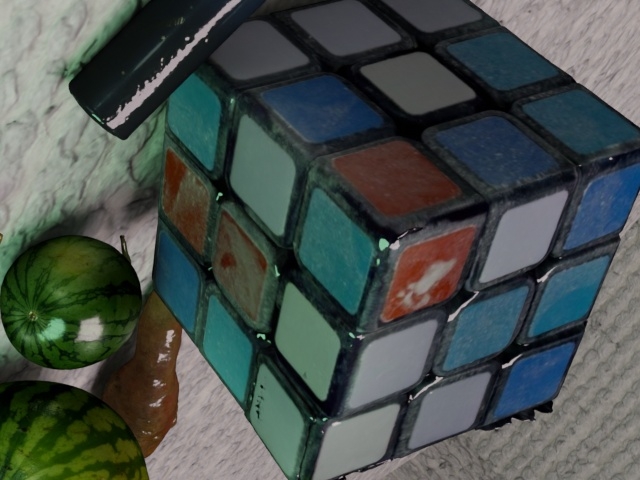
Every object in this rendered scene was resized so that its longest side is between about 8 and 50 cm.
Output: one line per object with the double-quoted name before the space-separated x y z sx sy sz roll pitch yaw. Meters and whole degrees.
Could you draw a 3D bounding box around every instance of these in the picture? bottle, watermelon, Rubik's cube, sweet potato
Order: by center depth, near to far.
"bottle" -0.114 -0.197 1.142 0.244 0.072 0.082 -43 143 5
"Rubik's cube" 0.064 -0.021 1.319 0.362 0.363 0.359 -17 139 -29
"watermelon" -0.246 0.060 1.355 0.141 0.141 0.187 -50 166 24
"watermelon" -0.334 0.302 1.494 0.285 0.285 0.285 -37 161 -15
"sweet potato" -0.232 0.189 1.737 0.109 0.109 0.385 -29 154 -34

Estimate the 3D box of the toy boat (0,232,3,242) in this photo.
"toy boat" -0.369 0.029 1.118 0.226 0.088 0.068 -18 150 -49
